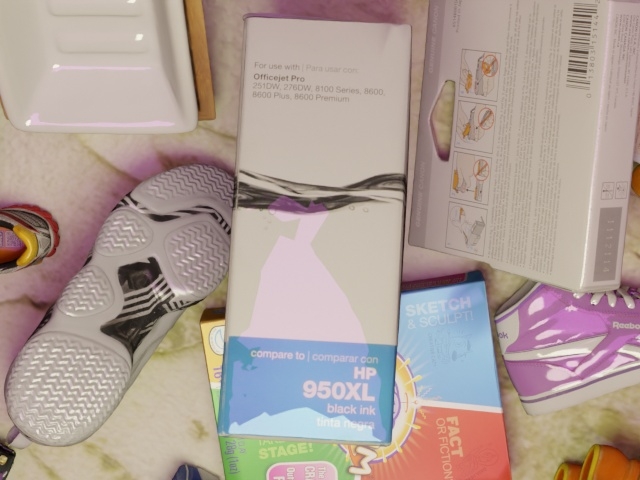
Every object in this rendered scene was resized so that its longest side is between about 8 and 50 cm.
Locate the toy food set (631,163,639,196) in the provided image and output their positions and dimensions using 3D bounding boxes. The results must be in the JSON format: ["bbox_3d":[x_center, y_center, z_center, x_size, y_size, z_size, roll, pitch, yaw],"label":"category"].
[{"bbox_3d":[0.337,-0.163,1.643,0.111,0.104,0.232,-34,79,19],"label":"toy food set"}]

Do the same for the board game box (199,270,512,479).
[{"bbox_3d":[0.041,0.175,1.701,0.317,0.064,0.242,-9,99,2],"label":"board game box"}]

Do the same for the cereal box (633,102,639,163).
[{"bbox_3d":[0.422,-0.126,1.528,0.240,0.047,0.173,25,102,18],"label":"cereal box"}]

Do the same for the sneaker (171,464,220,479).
[{"bbox_3d":[-0.243,0.390,1.709,0.182,0.127,0.315,24,101,-5],"label":"sneaker"}]

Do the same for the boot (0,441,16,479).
[{"bbox_3d":[-0.414,0.192,1.702,0.179,0.085,0.236,25,105,-6],"label":"boot"}]

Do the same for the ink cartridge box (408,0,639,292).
[{"bbox_3d":[0.212,-0.115,1.598,0.066,0.261,0.296,-3,102,-37],"label":"ink cartridge box"}]

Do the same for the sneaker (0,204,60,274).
[{"bbox_3d":[-0.404,0.002,1.664,0.225,0.093,0.088,-8,99,3],"label":"sneaker"}]

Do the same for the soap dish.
[{"bbox_3d":[-0.229,-0.235,1.546,0.229,0.118,0.291,0,143,2],"label":"soap dish"}]

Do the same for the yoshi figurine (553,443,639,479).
[{"bbox_3d":[0.429,0.363,1.676,0.362,0.203,0.203,18,115,-5],"label":"yoshi figurine"}]

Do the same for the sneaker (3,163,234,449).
[{"bbox_3d":[-0.224,0.078,1.659,0.137,0.210,0.366,38,64,-6],"label":"sneaker"}]

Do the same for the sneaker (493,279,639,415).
[{"bbox_3d":[0.328,0.072,1.665,0.282,0.102,0.161,-21,95,4],"label":"sneaker"}]

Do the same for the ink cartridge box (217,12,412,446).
[{"bbox_3d":[0.000,0.000,1.515,0.166,0.285,0.394,3,84,2],"label":"ink cartridge box"}]
